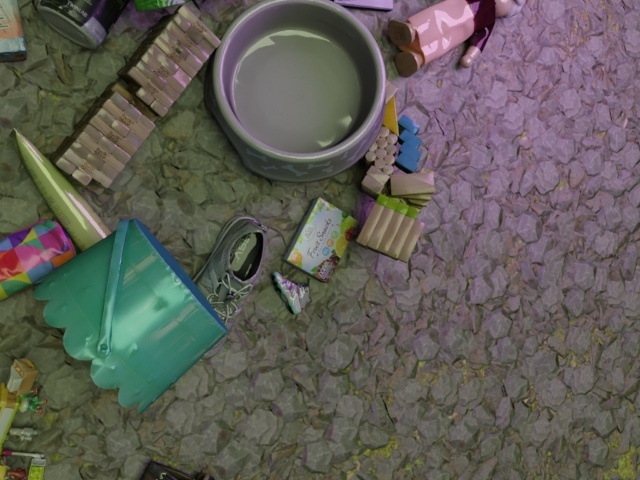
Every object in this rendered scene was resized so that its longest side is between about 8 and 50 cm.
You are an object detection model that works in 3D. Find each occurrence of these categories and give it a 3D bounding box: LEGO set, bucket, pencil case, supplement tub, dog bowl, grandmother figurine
[{"bbox_3d":[-0.484,0.334,1.078,0.107,0.132,0.286,17,77,-31],"label":"LEGO set"},{"bbox_3d":[-0.291,0.109,1.055,0.183,0.281,0.281,-39,105,-8],"label":"bucket"},{"bbox_3d":[-0.516,0.046,1.071,0.237,0.104,0.104,-25,100,-22],"label":"pencil case"},{"bbox_3d":[-0.375,-0.429,1.113,0.117,0.117,0.190,33,78,-20],"label":"supplement tub"},{"bbox_3d":[-0.040,-0.283,1.213,0.349,0.102,0.348,1,84,-8],"label":"dog bowl"},{"bbox_3d":[0.300,-0.477,1.411,0.343,0.104,0.207,-29,129,-23],"label":"grandmother figurine"}]

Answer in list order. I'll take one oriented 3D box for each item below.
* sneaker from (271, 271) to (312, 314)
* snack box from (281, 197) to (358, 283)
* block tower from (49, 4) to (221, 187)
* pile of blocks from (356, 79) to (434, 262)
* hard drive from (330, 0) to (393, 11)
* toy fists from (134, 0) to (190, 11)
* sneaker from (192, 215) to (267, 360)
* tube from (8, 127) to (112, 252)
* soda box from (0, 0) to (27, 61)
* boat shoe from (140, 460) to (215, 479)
[{"bbox_3d":[-0.049,0.089,1.300,0.069,0.038,0.098,-36,113,-20],"label":"sneaker"},{"bbox_3d":[0.000,0.000,1.316,0.100,0.037,0.141,30,79,-19],"label":"snack box"},{"bbox_3d":[-0.315,-0.240,1.135,0.091,0.097,0.335,41,81,-31],"label":"block tower"},{"bbox_3d":[0.145,-0.132,1.322,0.149,0.112,0.361,0,84,4],"label":"pile of blocks"},{"bbox_3d":[0.082,-0.519,1.354,0.135,0.022,0.094,-3,92,-22],"label":"hard drive"},{"bbox_3d":[-0.219,-0.484,1.128,0.279,0.096,0.142,-36,125,-44],"label":"toy fists"},{"bbox_3d":[-0.176,0.083,1.201,0.105,0.115,0.281,22,82,-21],"label":"sneaker"},{"bbox_3d":[-0.436,-0.081,1.111,0.070,0.062,0.240,-26,109,24],"label":"tube"},{"bbox_3d":[-0.522,-0.387,1.080,0.058,0.063,0.183,-11,95,-23],"label":"soda box"},{"bbox_3d":[-0.219,0.459,1.207,0.224,0.080,0.073,23,87,-17],"label":"boat shoe"}]
